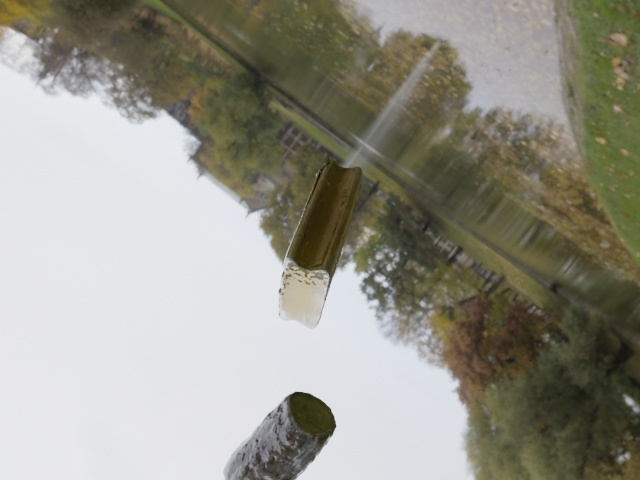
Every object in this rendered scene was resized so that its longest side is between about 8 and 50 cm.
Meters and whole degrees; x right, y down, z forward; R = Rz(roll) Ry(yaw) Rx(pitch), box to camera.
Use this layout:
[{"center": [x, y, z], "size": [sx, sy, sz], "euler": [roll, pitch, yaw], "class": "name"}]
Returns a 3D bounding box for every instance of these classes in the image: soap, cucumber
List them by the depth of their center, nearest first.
[{"center": [-0.035, 0.190, 0.561], "size": [0.064, 0.112, 0.064], "euler": [40, -168, -11], "class": "cucumber"}, {"center": [0.000, 0.000, 1.113], "size": [0.089, 0.174, 0.274], "euler": [17, -133, 3], "class": "soap"}]
